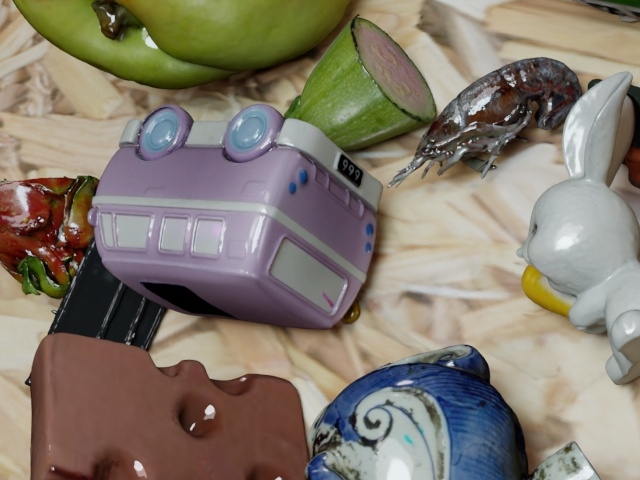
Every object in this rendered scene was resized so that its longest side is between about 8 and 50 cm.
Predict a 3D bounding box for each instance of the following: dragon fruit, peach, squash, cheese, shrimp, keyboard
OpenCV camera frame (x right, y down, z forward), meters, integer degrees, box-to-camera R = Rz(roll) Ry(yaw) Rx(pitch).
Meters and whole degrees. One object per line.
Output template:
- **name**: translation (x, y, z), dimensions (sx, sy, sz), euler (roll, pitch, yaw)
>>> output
- **dragon fruit**: translation (-0.244, -0.009, 1.099), dimensions (0.175, 0.138, 0.142), euler (57, 136, 22)
- **peach**: translation (-0.128, -0.283, 1.094), dimensions (0.281, 0.314, 0.315), euler (-23, 47, 38)
- **squash**: translation (0.012, -0.106, 1.030), dimensions (0.132, 0.105, 0.105), euler (-34, 48, 26)
- **cheese**: translation (-0.137, 0.151, 0.891), dimensions (0.203, 0.177, 0.128), euler (-23, 52, 19)
- **shrimp**: translation (0.121, -0.084, 0.960), dimensions (0.165, 0.065, 0.056), euler (-36, 16, 14)
- **keyboard**: translation (-0.161, 0.024, 1.058), dimensions (0.250, 0.087, 0.017), euler (-68, 15, -19)

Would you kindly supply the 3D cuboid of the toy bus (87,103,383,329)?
- **toy bus**: translation (-0.071, -0.017, 0.969), dimensions (0.202, 0.142, 0.142), euler (4, 71, 38)

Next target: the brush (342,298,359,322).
- **brush**: translation (0.000, 0.000, 1.013), dimensions (0.043, 0.014, 0.170), euler (-34, 50, 14)

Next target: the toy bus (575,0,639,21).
- **toy bus**: translation (0.281, -0.218, 0.862), dimensions (0.305, 0.179, 0.143), euler (21, 90, 39)

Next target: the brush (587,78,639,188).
- **brush**: translation (0.298, -0.038, 0.827), dimensions (0.070, 0.051, 0.323), euler (-48, 45, -12)

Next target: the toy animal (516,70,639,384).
- **toy animal**: translation (0.188, -0.005, 0.832), dimensions (0.127, 0.131, 0.181), euler (-27, 67, 5)

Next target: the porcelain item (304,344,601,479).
- **porcelain item**: translation (0.114, 0.178, 0.748), dimensions (0.186, 0.138, 0.288), euler (-32, 50, -2)
